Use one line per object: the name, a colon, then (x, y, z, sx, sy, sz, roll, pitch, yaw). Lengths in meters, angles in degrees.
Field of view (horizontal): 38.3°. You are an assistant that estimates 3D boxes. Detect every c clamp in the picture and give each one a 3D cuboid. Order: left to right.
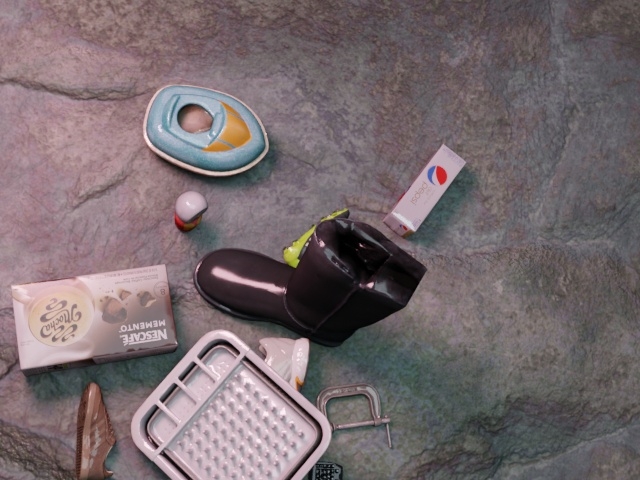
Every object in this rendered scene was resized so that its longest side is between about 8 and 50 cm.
c clamp: (0.071, 0.367, 1.932, 0.161, 0.022, 0.137, 1, 76, -14)

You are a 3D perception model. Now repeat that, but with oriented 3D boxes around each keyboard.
keyboard: (0.024, 0.547, 1.869, 0.100, 0.038, 0.191, 4, 76, -13)

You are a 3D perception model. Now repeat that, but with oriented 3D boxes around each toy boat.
toy boat: (-0.246, -0.174, 1.924, 0.268, 0.148, 0.318, 13, 73, -11)

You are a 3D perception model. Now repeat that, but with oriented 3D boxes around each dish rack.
dish rack: (-0.169, 0.370, 1.788, 0.333, 0.072, 0.285, 39, 83, 18)

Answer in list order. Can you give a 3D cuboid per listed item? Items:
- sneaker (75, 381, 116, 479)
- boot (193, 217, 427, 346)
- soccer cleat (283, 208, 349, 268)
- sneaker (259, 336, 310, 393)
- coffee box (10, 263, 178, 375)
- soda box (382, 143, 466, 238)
sneaker: (-0.433, 0.372, 1.797, 0.071, 0.066, 0.188, 9, 79, -29)
boot: (-0.042, 0.067, 1.756, 0.367, 0.445, 0.146, 19, 73, -8)
soccer cleat: (0.000, 0.000, 1.993, 0.179, 0.060, 0.072, -39, 97, -13)
sneaker: (-0.097, 0.320, 1.876, 0.121, 0.099, 0.262, 10, 69, 0)
coffee box: (-0.440, 0.156, 1.809, 0.297, 0.119, 0.168, -7, 77, -15)
soda box: (0.232, -0.109, 2.063, 0.069, 0.074, 0.216, 39, 71, -2)
